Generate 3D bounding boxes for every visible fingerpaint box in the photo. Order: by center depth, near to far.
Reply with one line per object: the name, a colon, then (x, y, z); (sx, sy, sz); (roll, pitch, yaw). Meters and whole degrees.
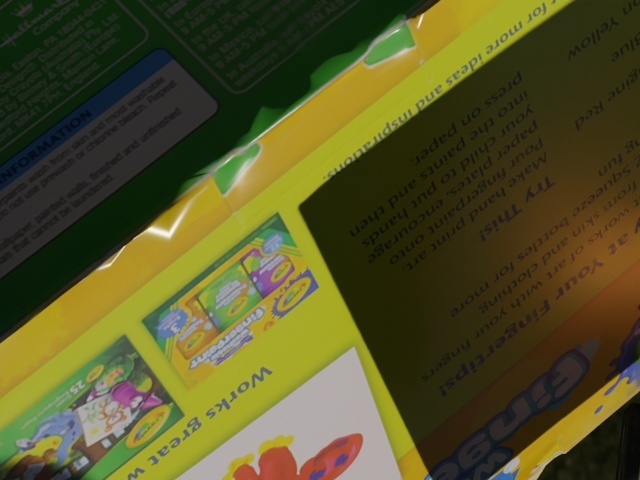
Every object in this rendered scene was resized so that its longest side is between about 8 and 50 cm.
fingerpaint box: (0.000, 0.000, 0.840); (0.445, 0.163, 0.371); (-39, 145, -8)

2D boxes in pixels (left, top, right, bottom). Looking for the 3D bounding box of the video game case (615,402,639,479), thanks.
video game case: (0.238, 0.139, 0.728); (0.248, 0.035, 0.275); (6, 156, 10)
